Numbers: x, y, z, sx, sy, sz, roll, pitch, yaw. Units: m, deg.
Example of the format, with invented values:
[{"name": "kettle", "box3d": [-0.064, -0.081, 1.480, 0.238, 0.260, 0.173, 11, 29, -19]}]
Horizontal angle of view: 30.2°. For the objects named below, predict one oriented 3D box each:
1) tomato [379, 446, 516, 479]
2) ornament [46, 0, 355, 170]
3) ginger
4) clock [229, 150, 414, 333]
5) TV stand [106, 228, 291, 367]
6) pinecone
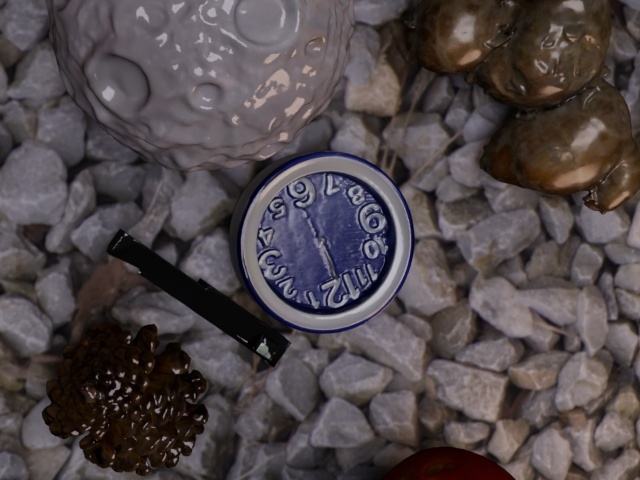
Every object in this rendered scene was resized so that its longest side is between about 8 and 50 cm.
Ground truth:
[{"name": "tomato", "box3d": [0.141, 0.427, 1.492, 0.325, 0.290, 0.293, -46, 105, -5]}, {"name": "ornament", "box3d": [-0.129, -0.234, 1.314, 0.337, 0.337, 0.336, -2, 97, -17]}, {"name": "ginger", "box3d": [0.289, -0.192, 1.530, 0.256, 0.176, 0.375, -30, 107, 7]}, {"name": "clock", "box3d": [0.000, 0.000, 1.508, 0.231, 0.083, 0.230, -3, 98, -19]}, {"name": "TV stand", "box3d": [-0.152, 0.071, 1.486, 0.256, 0.049, 0.040, 36, 87, -18]}, {"name": "pinecone", "box3d": [-0.226, 0.191, 1.424, 0.195, 0.150, 0.179, 35, 86, -18]}]
